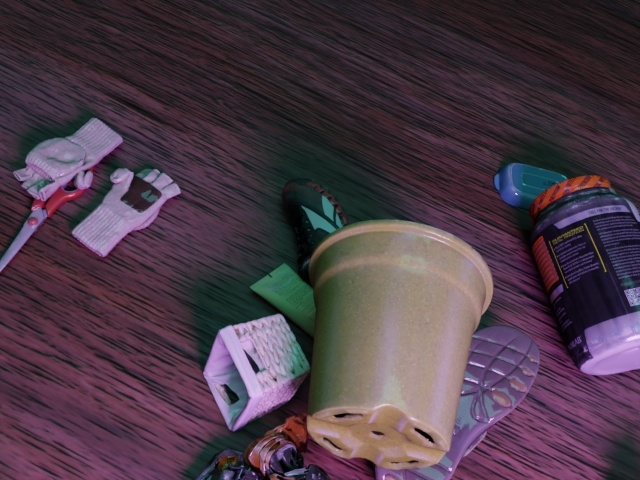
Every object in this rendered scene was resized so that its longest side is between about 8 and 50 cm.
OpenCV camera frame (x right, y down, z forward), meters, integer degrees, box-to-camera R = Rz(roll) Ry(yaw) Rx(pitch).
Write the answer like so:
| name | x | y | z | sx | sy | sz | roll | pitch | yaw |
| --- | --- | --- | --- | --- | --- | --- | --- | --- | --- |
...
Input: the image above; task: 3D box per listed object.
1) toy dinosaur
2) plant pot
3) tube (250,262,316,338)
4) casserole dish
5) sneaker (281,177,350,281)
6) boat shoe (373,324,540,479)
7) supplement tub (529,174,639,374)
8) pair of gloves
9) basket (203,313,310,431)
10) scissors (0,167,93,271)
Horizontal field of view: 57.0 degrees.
| name | x | y | z | sx | sy | sz | roll | pitch | yaw |
| --- | --- | --- | --- | --- | --- | --- | --- | --- | --- |
| toy dinosaur | -0.052 | 0.341 | 0.819 | 0.218 | 0.164 | 0.322 | 30 | 76 | 25 |
| plant pot | 0.092 | 0.157 | 0.806 | 0.276 | 0.276 | 0.253 | 17 | 51 | -3 |
| tube | -0.005 | 0.132 | 1.013 | 0.240 | 0.070 | 0.062 | 39 | 94 | 16 |
| casserole dish | 0.478 | -0.117 | 1.300 | 0.189 | 0.037 | 0.114 | 14 | 57 | -6 |
| sneaker | 0.000 | 0.000 | 1.064 | 0.135 | 0.097 | 0.276 | -25 | 68 | -34 |
| boat shoe | 0.207 | 0.268 | 0.933 | 0.355 | 0.130 | 0.132 | -36 | 69 | -24 |
| supplement tub | 0.522 | 0.060 | 1.096 | 0.207 | 0.207 | 0.337 | -1 | 59 | -14 |
| pair of gloves | -0.399 | -0.108 | 1.054 | 0.240 | 0.042 | 0.204 | 42 | 55 | 6 |
| basket | -0.098 | 0.196 | 0.883 | 0.103 | 0.167 | 0.113 | -17 | 64 | -30 |
| scissors | -0.479 | -0.043 | 1.021 | 0.109 | 0.021 | 0.297 | 10 | 55 | -10 |
